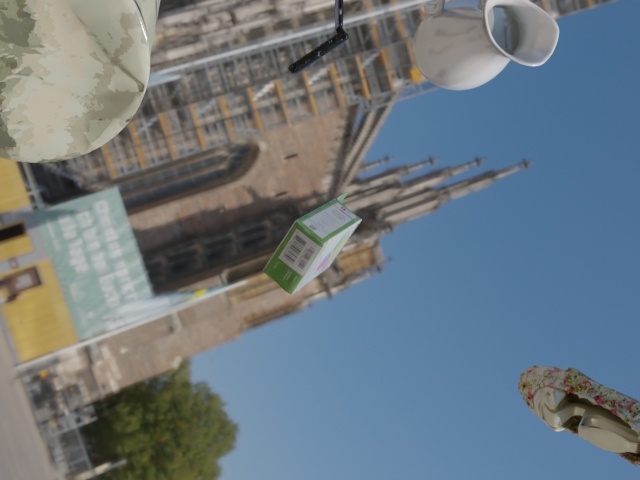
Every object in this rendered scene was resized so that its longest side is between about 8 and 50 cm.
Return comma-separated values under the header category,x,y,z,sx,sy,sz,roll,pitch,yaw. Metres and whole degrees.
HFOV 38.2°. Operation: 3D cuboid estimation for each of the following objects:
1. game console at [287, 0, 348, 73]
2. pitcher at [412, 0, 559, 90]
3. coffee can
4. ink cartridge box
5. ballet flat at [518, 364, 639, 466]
category,x,y,z,sx,sy,sz,roll,pitch,yaw
game console,-0.005,-0.241,1.022,0.071,0.107,0.122,56,5,-9
pitcher,0.196,-0.293,1.259,0.178,0.125,0.207,44,-17,-17
coffee can,-0.248,-0.224,0.851,0.275,0.202,0.201,-99,-178,-57
ink cartridge box,0.000,0.000,1.495,0.062,0.209,0.109,39,-63,9
ballet flat,0.339,0.222,1.185,0.241,0.077,0.091,14,-61,47
